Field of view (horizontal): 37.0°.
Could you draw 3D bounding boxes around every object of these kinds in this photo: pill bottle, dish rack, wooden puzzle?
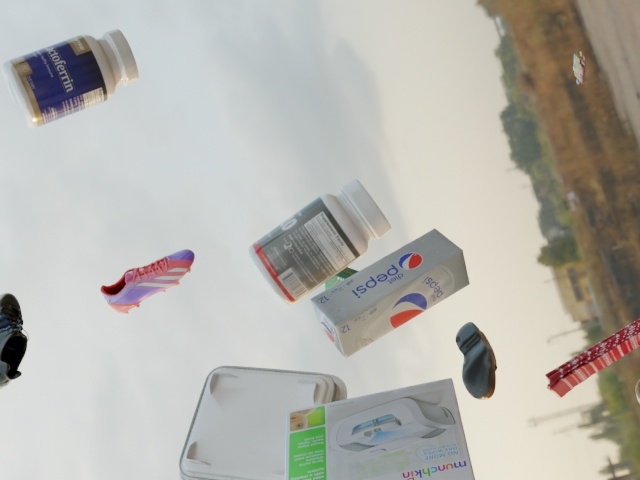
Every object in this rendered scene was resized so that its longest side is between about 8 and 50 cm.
[{"bbox_3d":[-0.540,-0.358,2.080,0.153,0.264,0.153,52,157,32],"label":"pill bottle"},{"bbox_3d":[-0.128,0.379,1.945,0.072,0.332,0.286,59,-141,-50],"label":"dish rack"},{"bbox_3d":[0.000,0.000,2.069,0.161,0.283,0.161,54,-179,-2],"label":"pill bottle"},{"bbox_3d":[0.558,-0.372,2.063,0.049,0.006,0.083,-109,8,-51],"label":"wooden puzzle"}]

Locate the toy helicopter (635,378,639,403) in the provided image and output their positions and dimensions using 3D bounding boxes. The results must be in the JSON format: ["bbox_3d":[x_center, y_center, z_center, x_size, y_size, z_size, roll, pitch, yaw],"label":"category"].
[{"bbox_3d":[0.824,0.341,1.951,0.235,0.355,0.140,-51,-43,-24],"label":"toy helicopter"}]

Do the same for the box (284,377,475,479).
[{"bbox_3d":[0.087,0.337,1.367,0.231,0.261,0.127,-89,-14,-63],"label":"box"}]

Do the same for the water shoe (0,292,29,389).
[{"bbox_3d":[-0.552,0.176,1.715,0.073,0.080,0.203,46,-150,-44],"label":"water shoe"}]

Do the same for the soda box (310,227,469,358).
[{"bbox_3d":[0.133,0.096,1.781,0.098,0.286,0.091,44,158,49],"label":"soda box"}]

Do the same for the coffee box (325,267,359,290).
[{"bbox_3d":[0.068,0.144,2.323,0.040,0.113,0.184,-51,-30,-41],"label":"coffee box"}]

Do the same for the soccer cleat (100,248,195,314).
[{"bbox_3d":[-0.424,0.090,2.357,0.095,0.248,0.083,52,-171,-37],"label":"soccer cleat"}]

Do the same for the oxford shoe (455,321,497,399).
[{"bbox_3d":[0.326,0.247,1.901,0.076,0.076,0.212,40,-155,-20],"label":"oxford shoe"}]

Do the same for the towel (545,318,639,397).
[{"bbox_3d":[0.553,0.214,1.818,0.031,0.274,0.199,60,-172,22],"label":"towel"}]
